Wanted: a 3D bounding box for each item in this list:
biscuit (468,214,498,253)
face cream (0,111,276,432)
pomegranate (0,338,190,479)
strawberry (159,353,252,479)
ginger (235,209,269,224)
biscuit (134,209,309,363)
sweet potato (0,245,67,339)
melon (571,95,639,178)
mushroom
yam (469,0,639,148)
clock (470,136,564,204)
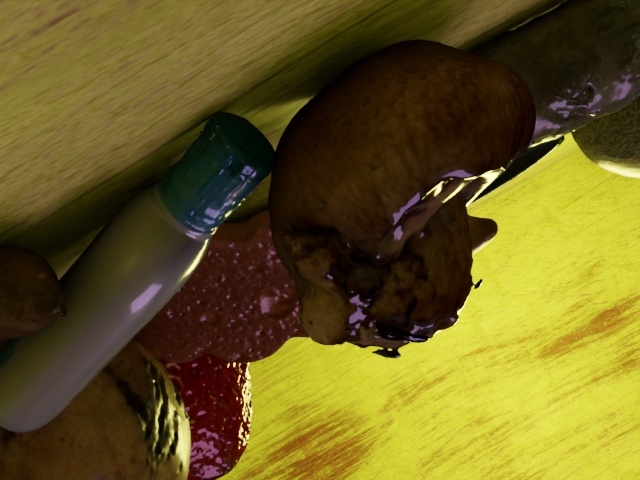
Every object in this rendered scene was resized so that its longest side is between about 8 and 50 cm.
[{"bbox_3d":[0.136,-0.026,1.342,0.164,0.208,0.047,-33,137,-7],"label":"biscuit"},{"bbox_3d":[-0.162,0.026,0.788,0.336,0.080,0.163,-44,-167,28],"label":"face cream"},{"bbox_3d":[-0.301,0.227,1.011,0.322,0.322,0.322,-29,173,-4],"label":"pomegranate"},{"bbox_3d":[-0.204,0.211,1.318,0.257,0.277,0.257,-32,172,-5],"label":"strawberry"},{"bbox_3d":[0.000,0.000,1.218,0.353,0.126,0.190,-24,145,-27],"label":"ginger"},{"bbox_3d":[-0.083,0.054,1.076,0.333,0.202,0.047,-20,-145,12],"label":"biscuit"},{"bbox_3d":[-0.259,0.045,0.749,0.074,0.075,0.269,-25,-175,-31],"label":"sweet potato"},{"bbox_3d":[0.479,-0.205,1.230,0.248,0.249,0.329,-24,174,-39],"label":"melon"},{"bbox_3d":[0.057,-0.043,0.766,0.263,0.195,0.283,-46,-164,48],"label":"mushroom"},{"bbox_3d":[0.193,-0.147,0.961,0.330,0.133,0.133,-27,173,-6],"label":"yam"},{"bbox_3d":[0.250,-0.112,1.637,0.386,0.076,0.386,-29,173,-4],"label":"clock"}]
